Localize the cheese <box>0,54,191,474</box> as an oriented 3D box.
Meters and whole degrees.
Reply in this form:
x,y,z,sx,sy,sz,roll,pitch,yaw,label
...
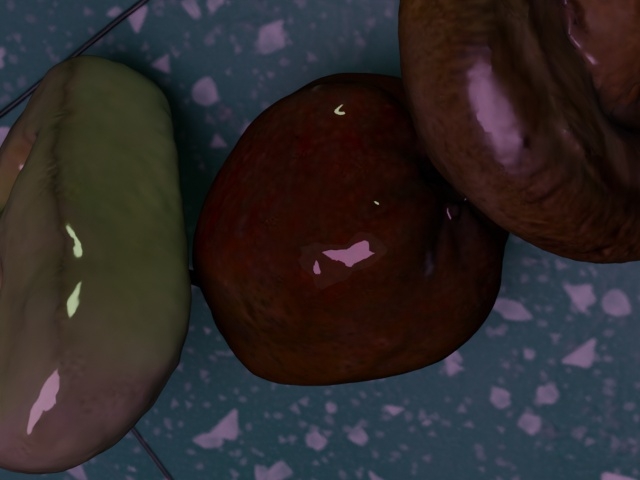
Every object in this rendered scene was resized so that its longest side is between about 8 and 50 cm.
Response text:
x,y,z,sx,sy,sz,roll,pitch,yaw,label
-0.214,0.079,1.150,0.130,0.328,0.351,26,116,-25,cheese

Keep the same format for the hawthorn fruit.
x,y,z,sx,sy,sz,roll,pitch,yaw,label
0.000,0.000,1.133,0.248,0.208,0.208,-22,100,37,hawthorn fruit

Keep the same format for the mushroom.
x,y,z,sx,sy,sz,roll,pitch,yaw,label
0.152,-0.138,1.005,0.195,0.263,0.283,26,131,47,mushroom
